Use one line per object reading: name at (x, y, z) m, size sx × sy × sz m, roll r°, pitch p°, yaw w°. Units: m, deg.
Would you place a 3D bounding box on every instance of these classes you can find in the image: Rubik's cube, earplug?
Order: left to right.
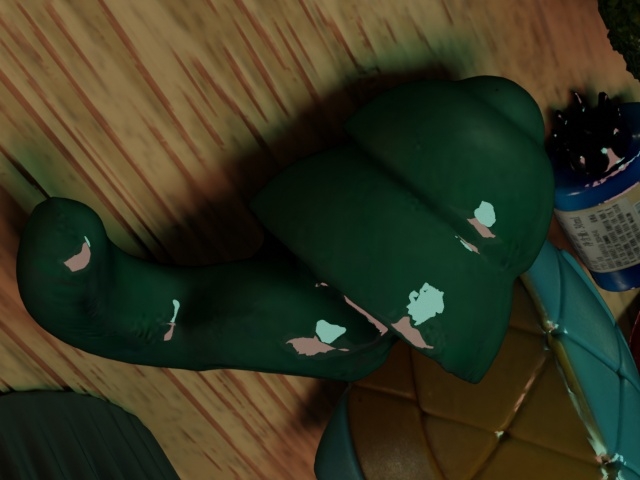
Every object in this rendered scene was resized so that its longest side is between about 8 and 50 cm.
earplug at (-0.005, -0.005, 0.989) m, size 0.280 × 0.164 × 0.257 m, roll -45°, pitch 107°, yaw 0°
Rubik's cube at (0.168, 0.126, 1.185) m, size 0.254 × 0.254 × 0.254 m, roll -20°, pitch 143°, yaw -15°

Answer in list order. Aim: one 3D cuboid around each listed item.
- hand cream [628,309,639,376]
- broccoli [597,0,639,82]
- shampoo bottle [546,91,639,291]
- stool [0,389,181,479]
hand cream at (0.340, 0.102, 1.274) m, size 0.149 × 0.230 × 0.230 m, roll 9°, pitch 129°, yaw -38°
broccoli at (0.276, -0.149, 0.937) m, size 0.261 × 0.269 × 0.242 m, roll 0°, pitch 103°, yaw -6°
shampoo bottle at (0.192, -0.032, 1.149) m, size 0.087 × 0.050 × 0.183 m, roll -32°, pitch 145°, yaw 5°
stool at (-0.153, 0.289, 1.047) m, size 0.297 × 0.330 × 0.297 m, roll -20°, pitch 144°, yaw -16°
